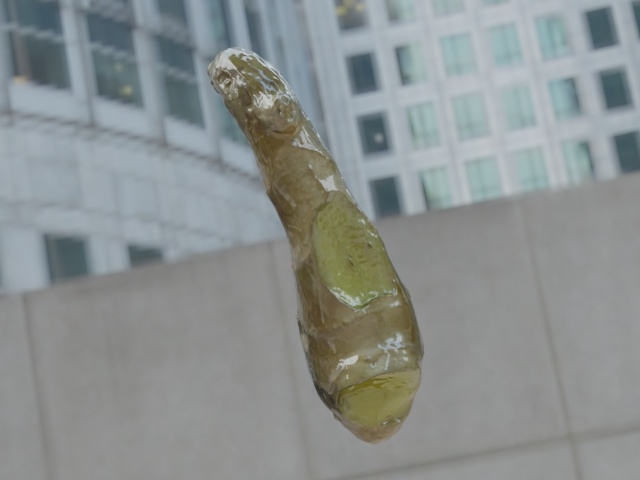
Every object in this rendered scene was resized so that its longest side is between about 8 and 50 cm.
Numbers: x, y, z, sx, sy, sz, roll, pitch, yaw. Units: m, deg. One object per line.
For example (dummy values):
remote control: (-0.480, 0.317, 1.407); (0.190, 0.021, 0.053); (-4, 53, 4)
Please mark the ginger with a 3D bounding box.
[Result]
ginger: (0.000, 0.000, 1.352); (0.086, 0.294, 0.131); (-23, 5, 0)
